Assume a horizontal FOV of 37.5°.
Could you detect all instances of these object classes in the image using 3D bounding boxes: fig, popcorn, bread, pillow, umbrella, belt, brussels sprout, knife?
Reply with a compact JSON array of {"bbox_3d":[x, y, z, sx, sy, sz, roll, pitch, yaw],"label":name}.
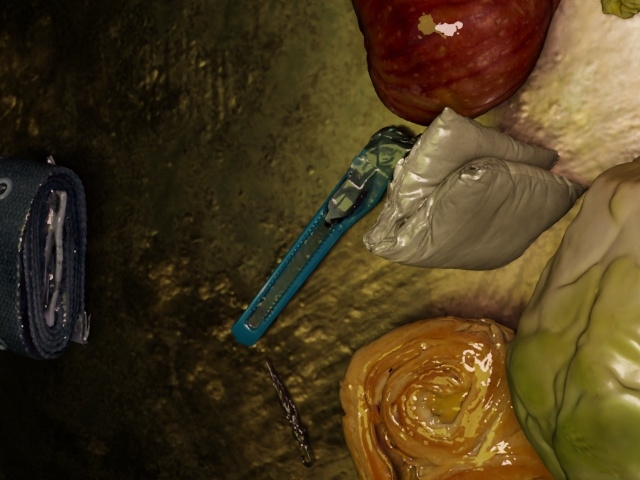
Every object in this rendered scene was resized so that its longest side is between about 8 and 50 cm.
[{"bbox_3d":[0.132,-0.189,0.776,0.207,0.175,0.175,-13,96,-3],"label":"fig"},{"bbox_3d":[0.259,-0.212,0.762,0.083,0.068,0.059,-7,72,60],"label":"popcorn"},{"bbox_3d":[0.122,0.184,0.866,0.198,0.120,0.236,-17,93,24],"label":"bread"},{"bbox_3d":[0.132,-0.031,0.796,0.134,0.181,0.078,-52,52,26],"label":"pillow"},{"bbox_3d":[-0.031,0.182,0.989,0.022,0.013,0.122,-17,96,46],"label":"umbrella"},{"bbox_3d":[-0.331,0.017,1.021,0.128,0.122,0.218,14,107,23],"label":"belt"},{"bbox_3d":[0.281,0.097,0.712,0.274,0.242,0.316,-37,87,17],"label":"brussels sprout"},{"bbox_3d":[-0.001,0.001,0.932,0.044,0.026,0.296,37,112,-1],"label":"knife"}]
